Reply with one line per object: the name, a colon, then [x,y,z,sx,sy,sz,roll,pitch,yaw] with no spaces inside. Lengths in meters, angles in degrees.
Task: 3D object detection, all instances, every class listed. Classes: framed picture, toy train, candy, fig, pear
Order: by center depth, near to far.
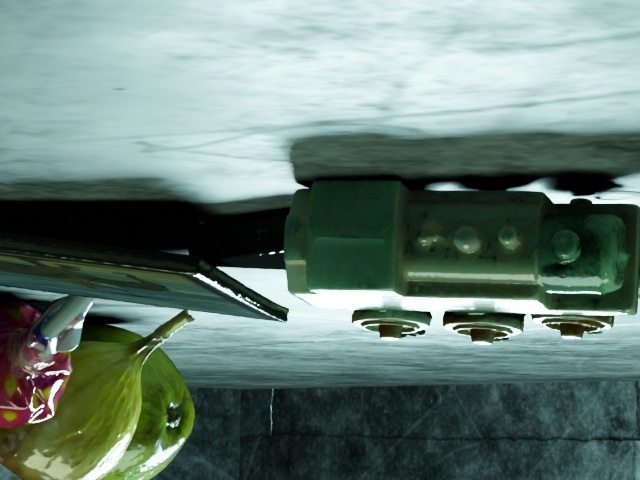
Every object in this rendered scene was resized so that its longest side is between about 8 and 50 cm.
toy train: [0.081,0.010,0.881,0.194,0.081,0.125,0,169,18]
framed picture: [-0.172,0.020,1.117,0.265,0.016,0.347,7,174,7]
candy: [-0.249,0.084,1.483,0.124,0.124,0.365,4,161,-23]
fig: [-0.232,0.149,1.705,0.257,0.159,0.159,-37,165,9]
pear: [-0.264,0.194,1.896,0.269,0.212,0.212,-5,171,35]

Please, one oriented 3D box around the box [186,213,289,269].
box: [0.000,0.000,1.025,0.125,0.027,0.126,4,172,-43]
